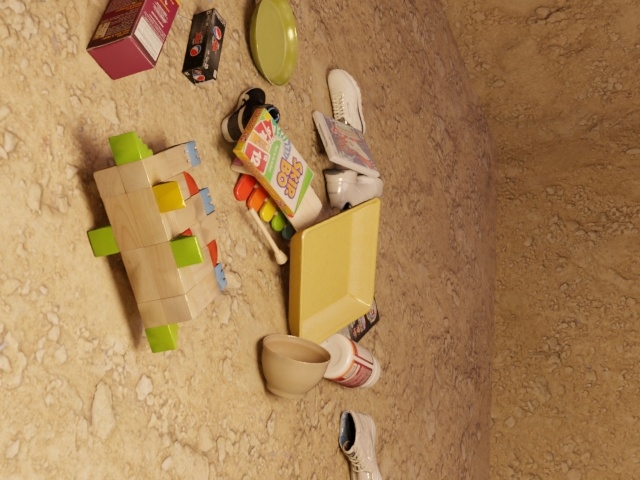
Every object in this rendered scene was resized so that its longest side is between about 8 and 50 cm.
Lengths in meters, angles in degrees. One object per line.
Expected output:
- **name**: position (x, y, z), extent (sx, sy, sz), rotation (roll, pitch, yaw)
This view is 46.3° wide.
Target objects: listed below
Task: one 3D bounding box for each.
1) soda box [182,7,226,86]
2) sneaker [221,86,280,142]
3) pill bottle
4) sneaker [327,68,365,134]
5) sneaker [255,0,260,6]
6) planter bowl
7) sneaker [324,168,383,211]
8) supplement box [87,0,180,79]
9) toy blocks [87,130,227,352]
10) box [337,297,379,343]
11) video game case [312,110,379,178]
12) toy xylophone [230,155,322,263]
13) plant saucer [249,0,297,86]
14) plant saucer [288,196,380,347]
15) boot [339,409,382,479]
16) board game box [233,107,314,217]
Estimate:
- **soda box**: position (-0.256, -0.428, 1.656), extent (0.053, 0.060, 0.169), rotation (43, 46, -50)
- **sneaker**: position (-0.140, -0.305, 1.782), extent (0.079, 0.121, 0.217), rotation (66, 30, -31)
- **pill bottle**: position (0.074, 0.330, 2.016), extent (0.221, 0.121, 0.121), rotation (38, 49, -55)
- **sneaker**: position (0.074, -0.411, 2.306), extent (0.095, 0.090, 0.235), rotation (-46, 122, -47)
- **sneaker**: position (-0.163, -0.663, 1.937), extent (0.054, 0.061, 0.152), rotation (-64, 157, -61)
- **planter bowl**: position (-0.066, 0.298, 1.728), extent (0.162, 0.162, 0.109), rotation (-11, 118, -64)
- **sneaker**: position (0.097, -0.144, 2.267), extent (0.297, 0.111, 0.130), rotation (2, 91, -57)
- **supplement box**: position (-0.348, -0.404, 1.408), extent (0.081, 0.104, 0.188), rotation (52, 38, -45)
- **toy blocks**: position (-0.273, -0.022, 1.393), extent (0.261, 0.190, 0.382), rotation (-51, 128, -71)
- **box**: position (0.082, 0.143, 2.162), extent (0.216, 0.060, 0.270), rotation (-30, 109, -61)
- **video game case**: position (0.075, -0.280, 2.192), extent (0.201, 0.023, 0.184), rotation (16, 44, -44)
- **toy xylophone**: position (-0.107, -0.095, 1.819), extent (0.236, 0.081, 0.323), rotation (-57, 136, -35)
- **plant saucer**: position (-0.125, -0.521, 1.941), extent (0.241, 0.037, 0.241), rotation (4, 90, -67)
- **plant saucer**: position (0.023, 0.075, 1.901), extent (0.332, 0.081, 0.333), rotation (-26, 125, -49)
- **boot**: position (0.097, 0.592, 2.034), extent (0.123, 0.095, 0.258), rotation (33, 44, -49)
- **board game box**: position (-0.097, -0.171, 1.728), extent (0.259, 0.039, 0.124), rotation (52, 54, -45)
